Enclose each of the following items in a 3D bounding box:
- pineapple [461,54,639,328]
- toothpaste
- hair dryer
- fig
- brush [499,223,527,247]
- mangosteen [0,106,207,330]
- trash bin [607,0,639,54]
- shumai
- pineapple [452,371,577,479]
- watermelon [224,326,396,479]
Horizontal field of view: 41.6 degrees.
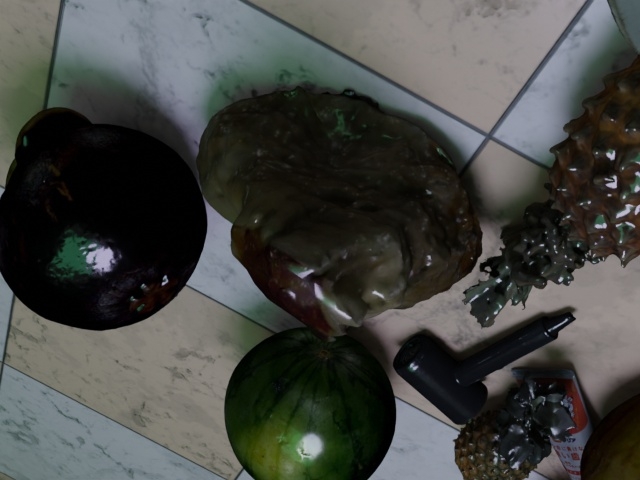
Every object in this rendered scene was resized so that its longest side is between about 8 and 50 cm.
[{"bbox_3d":[0.274,-0.033,0.834,0.175,0.175,0.361,29,142,-3],"label":"pineapple"},{"bbox_3d":[0.346,0.263,1.167,0.089,0.057,0.234,-9,119,41],"label":"toothpaste"},{"bbox_3d":[0.219,0.142,1.107,0.128,0.070,0.255,39,128,-13],"label":"hair dryer"},{"bbox_3d":[0.449,0.233,1.011,0.216,0.217,0.321,17,114,9],"label":"fig"},{"bbox_3d":[0.281,-0.022,0.945,0.170,0.014,0.043,-25,119,39],"label":"brush"},{"bbox_3d":[-0.289,-0.039,1.050,0.302,0.275,0.275,52,142,22],"label":"mangosteen"},{"bbox_3d":[0.391,-0.265,0.476,0.432,0.280,0.280,-5,129,33],"label":"trash bin"},{"bbox_3d":[-0.001,0.003,0.906,0.346,0.283,0.217,24,135,-1],"label":"shumai"},{"bbox_3d":[0.261,0.256,1.127,0.125,0.125,0.251,24,149,2],"label":"pineapple"},{"bbox_3d":[-0.014,0.240,1.175,0.242,0.242,0.242,13,135,13],"label":"watermelon"}]
